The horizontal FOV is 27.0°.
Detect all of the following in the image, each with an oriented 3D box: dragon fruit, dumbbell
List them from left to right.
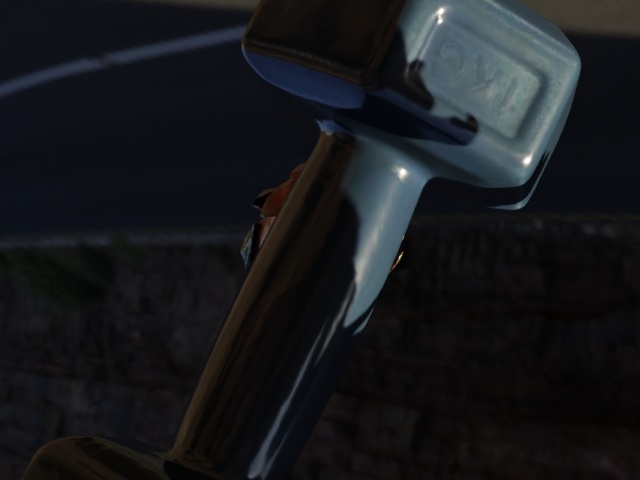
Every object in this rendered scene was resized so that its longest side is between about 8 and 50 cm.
[{"bbox_3d":[-0.009,0.033,0.588,0.144,0.325,0.160,24,175,12],"label":"dumbbell"},{"bbox_3d":[-0.002,0.001,0.750,0.086,0.081,0.116,-14,155,-43],"label":"dragon fruit"}]
